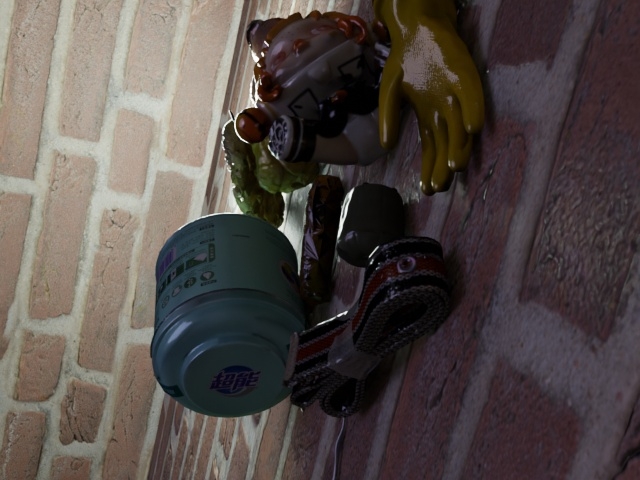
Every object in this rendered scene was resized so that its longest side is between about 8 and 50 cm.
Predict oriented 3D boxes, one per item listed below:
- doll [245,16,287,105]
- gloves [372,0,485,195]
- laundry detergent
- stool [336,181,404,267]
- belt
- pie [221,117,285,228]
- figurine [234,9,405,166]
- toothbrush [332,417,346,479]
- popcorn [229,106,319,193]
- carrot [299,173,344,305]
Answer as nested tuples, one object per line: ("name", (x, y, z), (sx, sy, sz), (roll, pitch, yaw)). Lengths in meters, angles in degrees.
("doll", (-0.058, -0.331, 1.704), (0.201, 0.156, 0.303), (18, 123, 34))
("gloves", (0.140, -0.196, 0.992), (0.133, 0.116, 0.294), (116, 152, -62))
("laundry detergent", (-0.166, 0.148, 1.453), (0.305, 0.287, 0.287), (-103, 28, -53))
("stool", (0.072, -0.021, 1.107), (0.096, 0.096, 0.110), (127, 154, -57))
("belt", (0.059, 0.122, 1.042), (0.359, 0.126, 0.094), (-52, 22, 47))
("pie", (-0.144, -0.145, 1.719), (0.274, 0.055, 0.274), (-13, -90, -75))
("figurine", (0.009, -0.250, 1.271), (0.320, 0.196, 0.323), (-33, 38, 5))
("toothbrush", (0.028, 0.315, 1.196), (0.013, 0.011, 0.131), (-8, 72, 59))
("popcorn", (-0.084, -0.190, 1.567), (0.168, 0.173, 0.195), (-4, -100, -73))
("carrot", (0.000, 0.000, 1.386), (0.069, 0.069, 0.229), (165, 113, -72))
